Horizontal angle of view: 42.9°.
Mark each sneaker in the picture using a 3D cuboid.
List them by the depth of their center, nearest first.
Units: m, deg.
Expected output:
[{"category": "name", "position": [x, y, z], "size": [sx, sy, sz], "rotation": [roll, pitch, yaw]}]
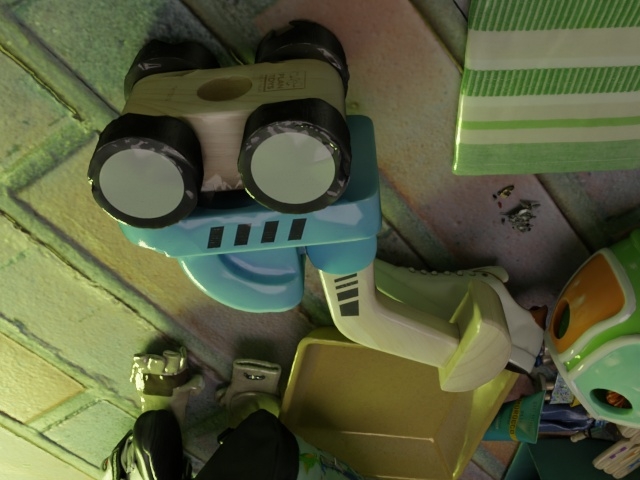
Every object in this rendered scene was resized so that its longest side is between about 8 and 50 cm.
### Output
[{"category": "sneaker", "position": [0.179, 0.071, 1.130], "size": [0.290, 0.123, 0.106], "rotation": [27, 169, -7]}, {"category": "sneaker", "position": [-0.298, 0.375, 1.332], "size": [0.146, 0.123, 0.331], "rotation": [5, 142, 2]}]

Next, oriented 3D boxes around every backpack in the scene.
[{"category": "backpack", "position": [-0.029, 0.466, 1.265], "size": [0.290, 0.273, 0.355], "rotation": [-48, 135, 5]}]

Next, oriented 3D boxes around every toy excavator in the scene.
[{"category": "toy excavator", "position": [0.000, 0.000, 0.936], "size": [0.432, 0.222, 0.445], "rotation": [-5, 129, 4]}]

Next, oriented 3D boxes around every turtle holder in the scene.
[{"category": "turtle holder", "position": [0.444, 0.139, 1.087], "size": [0.227, 0.243, 0.320], "rotation": [-34, 138, 17]}]

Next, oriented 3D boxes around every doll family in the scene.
[{"category": "doll family", "position": [0.410, 0.252, 1.267], "size": [0.163, 0.118, 0.263], "rotation": [-3, 132, 0]}]

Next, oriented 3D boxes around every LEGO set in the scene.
[{"category": "LEGO set", "position": [0.257, -0.034, 1.066], "size": [0.083, 0.023, 0.054], "rotation": [28, 125, -25]}]

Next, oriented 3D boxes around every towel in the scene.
[{"category": "towel", "position": [0.281, -0.209, 0.904], "size": [0.247, 0.038, 0.325], "rotation": [-2, 134, 1]}]

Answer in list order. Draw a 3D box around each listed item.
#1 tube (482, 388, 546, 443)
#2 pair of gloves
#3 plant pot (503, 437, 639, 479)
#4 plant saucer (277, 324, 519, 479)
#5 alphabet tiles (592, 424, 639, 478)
[{"category": "tube", "position": [0.294, 0.280, 1.266], "size": [0.052, 0.080, 0.207], "rotation": [15, 161, -10]}, {"category": "pair of gloves", "position": [-0.176, 0.232, 1.273], "size": [0.240, 0.042, 0.204], "rotation": [4, 138, 3]}, {"category": "plant pot", "position": [0.470, 0.453, 1.428], "size": [0.234, 0.166, 0.166], "rotation": [-1, 133, -12]}, {"category": "plant saucer", "position": [0.100, 0.249, 1.278], "size": [0.332, 0.081, 0.333], "rotation": [8, 132, -9]}, {"category": "alphabet tiles", "position": [0.560, 0.281, 1.289], "size": [0.278, 0.021, 0.284], "rotation": [-41, 142, 13]}]
